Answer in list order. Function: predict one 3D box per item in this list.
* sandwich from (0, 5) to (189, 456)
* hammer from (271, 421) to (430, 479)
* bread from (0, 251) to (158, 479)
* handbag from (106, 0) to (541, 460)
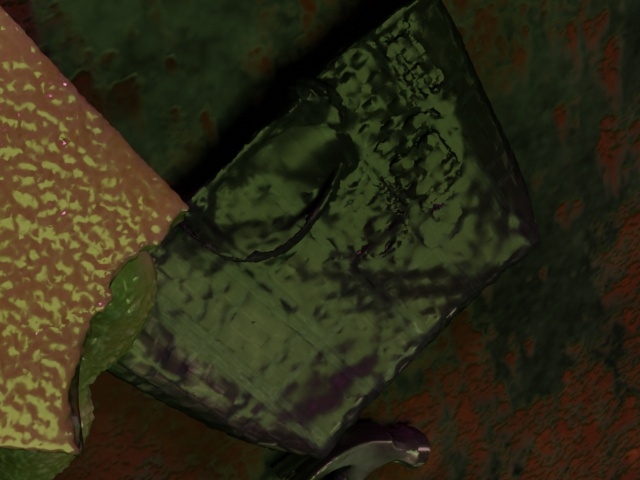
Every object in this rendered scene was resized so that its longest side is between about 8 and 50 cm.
[{"bbox_3d":[-0.155,-0.039,0.685,0.212,0.063,0.245,10,90,-28],"label":"sandwich"},{"bbox_3d":[-0.019,0.223,1.100,0.103,0.029,0.246,6,118,-41],"label":"hammer"},{"bbox_3d":[-0.177,0.033,0.789,0.207,0.056,0.287,-10,127,-17],"label":"bread"},{"bbox_3d":[0.000,0.000,0.914,0.270,0.088,0.175,-45,129,0],"label":"handbag"}]
